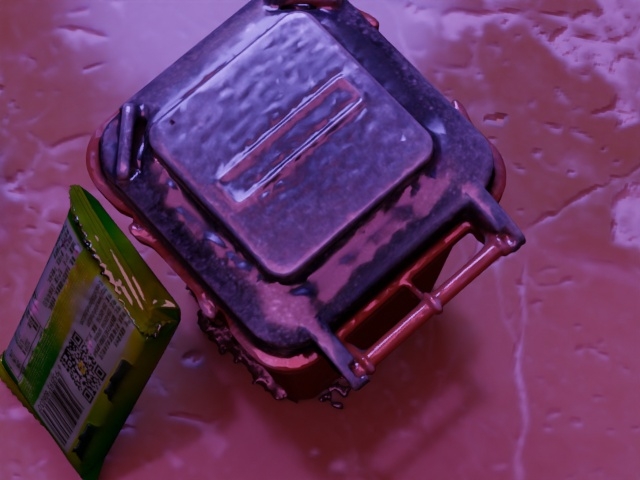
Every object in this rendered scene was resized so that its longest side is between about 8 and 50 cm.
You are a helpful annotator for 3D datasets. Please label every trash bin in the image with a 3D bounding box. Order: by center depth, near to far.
[{"bbox_3d":[0.000,0.000,0.907,0.161,0.238,0.184,-41,74,-10],"label":"trash bin"}]

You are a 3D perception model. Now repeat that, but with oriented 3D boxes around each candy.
[{"bbox_3d":[-0.129,0.058,0.942,0.032,0.178,0.102,-20,64,-37],"label":"candy"}]
